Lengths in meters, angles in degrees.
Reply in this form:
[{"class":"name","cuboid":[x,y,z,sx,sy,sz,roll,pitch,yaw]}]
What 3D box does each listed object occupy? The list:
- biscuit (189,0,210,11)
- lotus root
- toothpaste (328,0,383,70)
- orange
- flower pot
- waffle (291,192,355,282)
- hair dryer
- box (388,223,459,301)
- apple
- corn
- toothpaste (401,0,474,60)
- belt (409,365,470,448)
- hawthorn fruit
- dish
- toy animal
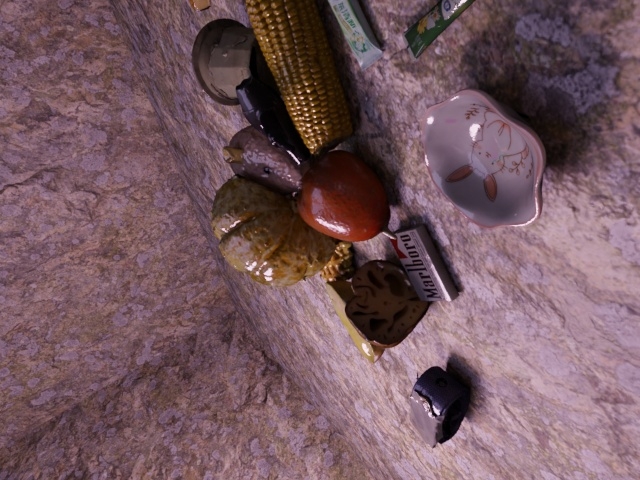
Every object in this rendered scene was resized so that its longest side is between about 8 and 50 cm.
[{"class":"biscuit","cuboid":[-0.360,-0.755,1.244,0.052,0.056,0.188,46,155,36]},{"class":"lotus root","cuboid":[0.150,0.169,1.116,0.199,0.188,0.180,51,167,16]},{"class":"toothpaste","cuboid":[0.029,-0.456,0.790,0.297,0.048,0.074,61,155,-12]},{"class":"orange","cuboid":[-0.149,0.008,1.215,0.368,0.210,0.271,33,151,-23]},{"class":"flower pot","cuboid":[-0.176,-0.431,1.069,0.202,0.212,0.212,23,138,45]},{"class":"waffle","cuboid":[-0.003,0.002,1.391,0.312,0.060,0.307,50,154,25]},{"class":"hair dryer","cuboid":[-0.086,-0.217,0.937,0.235,0.091,0.272,50,-167,-33]},{"class":"box","cuboid":[0.229,0.053,0.984,0.178,0.035,0.115,63,158,-6]},{"class":"apple","cuboid":[0.118,0.214,1.277,0.265,0.120,0.193,55,171,18]},{"class":"corn","cuboid":[-0.036,-0.368,0.915,0.144,0.144,0.387,13,132,61]},{"class":"toothpaste","cuboid":[0.179,-0.329,0.637,0.049,0.031,0.204,63,160,-4]},{"class":"belt","cuboid":[0.299,0.423,1.145,0.126,0.139,0.231,39,152,40]},{"class":"hawthorn fruit","cuboid":[0.073,-0.081,0.993,0.251,0.199,0.199,35,151,13]},{"class":"dish","cuboid":[0.255,-0.128,0.654,0.229,0.081,0.229,48,158,26]},{"class":"toy animal","cuboid":[-0.151,-0.225,1.244,0.226,0.188,0.358,41,163,-16]}]
